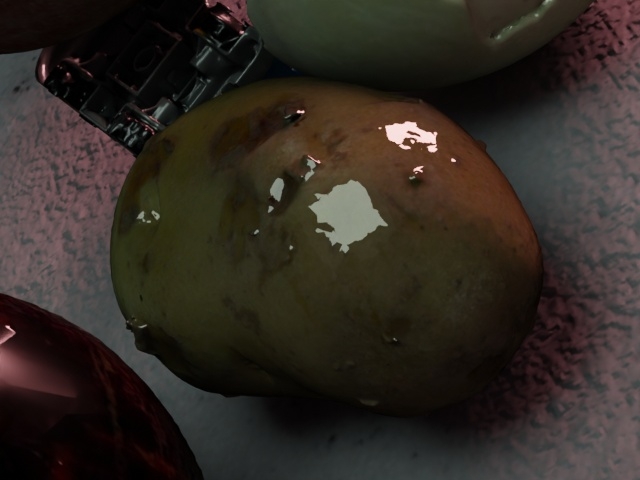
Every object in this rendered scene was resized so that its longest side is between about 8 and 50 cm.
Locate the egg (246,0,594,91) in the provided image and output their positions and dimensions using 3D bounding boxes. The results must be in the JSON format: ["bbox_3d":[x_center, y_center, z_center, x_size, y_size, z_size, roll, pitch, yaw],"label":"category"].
[{"bbox_3d":[0.063,-0.172,0.950,0.217,0.183,0.183,-12,52,21],"label":"egg"}]

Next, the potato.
[{"bbox_3d":[0.000,0.000,0.899,0.262,0.165,0.165,0,61,48],"label":"potato"}]

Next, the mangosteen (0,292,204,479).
[{"bbox_3d":[-0.209,0.159,0.847,0.330,0.330,0.330,-24,47,28],"label":"mangosteen"}]

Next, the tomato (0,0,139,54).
[{"bbox_3d":[-0.186,-0.262,1.026,0.317,0.282,0.316,-9,70,25],"label":"tomato"}]

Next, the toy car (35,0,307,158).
[{"bbox_3d":[-0.080,-0.087,1.076,0.097,0.100,0.191,-52,42,-2],"label":"toy car"}]
